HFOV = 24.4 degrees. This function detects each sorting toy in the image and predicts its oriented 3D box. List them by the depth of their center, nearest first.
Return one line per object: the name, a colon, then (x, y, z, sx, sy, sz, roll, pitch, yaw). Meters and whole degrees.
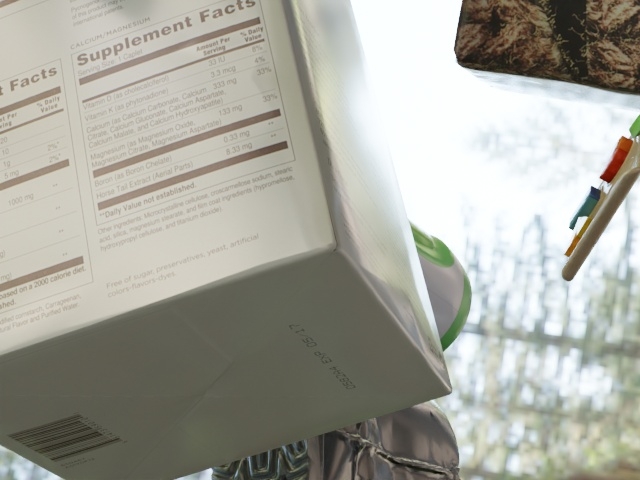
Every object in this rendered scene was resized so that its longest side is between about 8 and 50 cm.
sorting toy: (0.120, -0.029, 0.597, 0.083, 0.012, 0.062, -63, -4, 30)

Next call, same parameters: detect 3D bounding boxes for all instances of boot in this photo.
boot: (0.039, 0.152, 1.588, 0.445, 0.146, 0.367, 29, -118, -57)

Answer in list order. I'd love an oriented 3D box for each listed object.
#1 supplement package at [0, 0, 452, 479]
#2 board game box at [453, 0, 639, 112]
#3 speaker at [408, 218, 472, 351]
supplement package: (-0.078, -0.044, 0.723, 0.199, 0.198, 0.263, 52, -158, -61)
board game box: (0.231, -0.165, 0.682, 0.141, 0.290, 0.232, -8, -72, -76)
speaker: (0.000, 0.000, 1.236, 0.296, 0.131, 0.131, 35, -118, -40)
